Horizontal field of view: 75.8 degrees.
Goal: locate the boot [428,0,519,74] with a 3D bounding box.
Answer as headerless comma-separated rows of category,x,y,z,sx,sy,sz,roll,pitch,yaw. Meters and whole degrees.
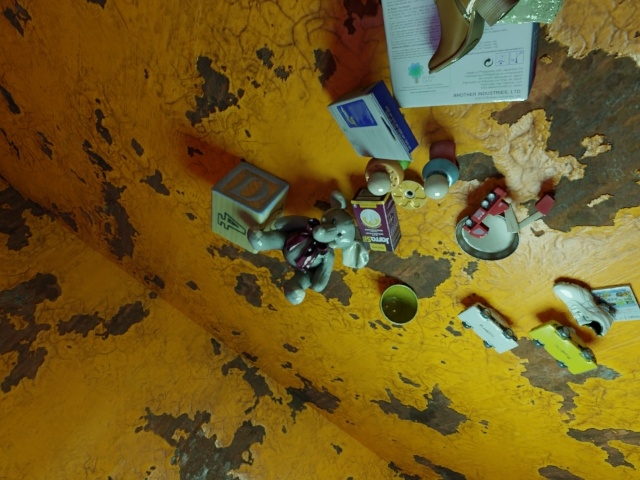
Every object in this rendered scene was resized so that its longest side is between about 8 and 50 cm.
boot,0.219,-0.395,0.699,0.152,0.073,0.197,51,147,-1

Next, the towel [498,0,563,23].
towel,0.325,-0.416,0.636,0.110,0.027,0.148,10,132,23

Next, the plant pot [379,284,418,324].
plant pot,0.261,0.227,1.437,0.134,0.134,0.095,35,164,0

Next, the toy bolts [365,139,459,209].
toy bolts,0.244,-0.138,1.059,0.228,0.158,0.218,-6,129,33

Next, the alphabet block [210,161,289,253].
alphabet block,-0.241,-0.112,1.390,0.193,0.192,0.197,29,139,10

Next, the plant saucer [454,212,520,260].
plant saucer,0.461,-0.015,1.139,0.168,0.029,0.168,19,135,19

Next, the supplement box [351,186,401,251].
supplement box,0.172,-0.064,1.244,0.104,0.081,0.188,4,130,30

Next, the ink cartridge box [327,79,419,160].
ink cartridge box,0.123,-0.271,0.951,0.165,0.065,0.333,54,177,-20

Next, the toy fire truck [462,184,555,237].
toy fire truck,0.469,-0.066,1.037,0.135,0.047,0.192,40,119,13

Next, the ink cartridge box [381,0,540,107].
ink cartridge box,0.259,-0.466,0.758,0.270,0.151,0.395,6,132,27

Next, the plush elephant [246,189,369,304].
plush elephant,0.000,0.000,1.266,0.255,0.330,0.272,-41,74,39

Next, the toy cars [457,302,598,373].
toy cars,0.630,0.281,1.268,0.393,0.087,0.176,11,129,29

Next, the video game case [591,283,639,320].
video game case,0.797,0.170,1.104,0.087,0.011,0.122,-18,117,43

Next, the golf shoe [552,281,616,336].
golf shoe,0.707,0.184,1.111,0.176,0.086,0.069,36,150,10
